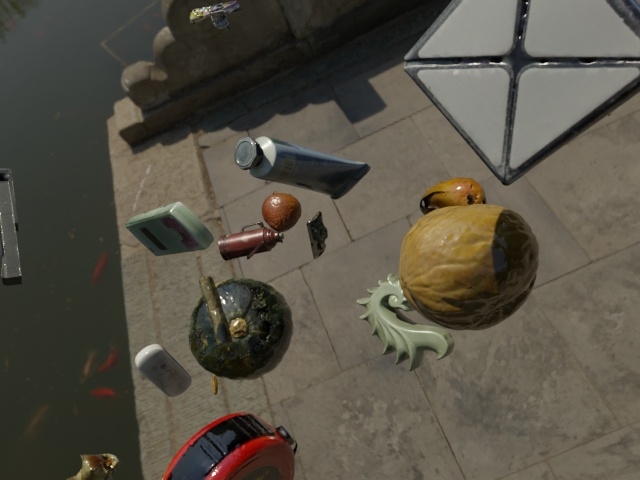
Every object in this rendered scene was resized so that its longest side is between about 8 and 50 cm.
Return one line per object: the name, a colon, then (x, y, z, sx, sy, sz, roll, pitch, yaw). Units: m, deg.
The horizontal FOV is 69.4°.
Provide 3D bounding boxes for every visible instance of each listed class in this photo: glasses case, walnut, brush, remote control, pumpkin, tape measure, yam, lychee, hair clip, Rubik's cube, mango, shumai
glasses case: (-0.398, 0.335, 1.182, 0.074, 0.193, 0.049, -37, 42, -16)
walnut: (0.343, 0.054, 1.078, 0.333, 0.333, 0.333, -7, 60, 13)
brush: (0.000, 0.000, 0.826, 0.027, 0.190, 0.034, 42, 77, 15)
remote control: (-0.431, -0.025, 1.301, 0.344, 0.145, 0.050, -7, 40, 47)
pumpkin: (-0.342, 0.378, 1.994, 0.454, 0.344, 0.454, 1, 72, -2)
tape measure: (-0.151, 0.423, 0.792, 0.114, 0.253, 0.260, 22, 109, 40)
yam: (-0.376, 0.252, 1.659, 0.061, 0.061, 0.253, -22, 76, 4)
lychee: (-0.111, -0.086, 1.237, 0.114, 0.101, 0.140, -29, 68, 29)
hair clip: (-0.231, -0.499, 1.026, 0.116, 0.049, 0.172, -13, 32, -11)
Rubik's cube: (0.324, -0.272, 0.689, 0.259, 0.255, 0.260, -27, 79, -48)
mango: (0.418, -0.122, 1.462, 0.156, 0.249, 0.151, 45, 70, -12)
shumai: (-0.621, 0.678, 1.289, 0.209, 0.161, 0.153, -11, 62, 48)

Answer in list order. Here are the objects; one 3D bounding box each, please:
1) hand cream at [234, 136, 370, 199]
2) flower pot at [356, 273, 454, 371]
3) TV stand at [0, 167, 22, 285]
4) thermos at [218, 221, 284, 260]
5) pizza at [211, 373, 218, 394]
hand cream: (-0.020, -0.100, 0.677, 0.088, 0.256, 0.055, -45, 62, 26)
flower pot: (0.319, 0.321, 1.787, 0.254, 0.164, 0.367, -39, 69, 25)
TV stand: (-0.663, -0.032, 0.978, 0.040, 0.049, 0.256, -7, 69, -34)
thermos: (-0.243, 0.001, 1.663, 0.232, 0.099, 0.124, -13, 103, 13)
pizza: (-0.385, 0.525, 1.685, 0.037, 0.016, 0.083, 5, 102, 50)
